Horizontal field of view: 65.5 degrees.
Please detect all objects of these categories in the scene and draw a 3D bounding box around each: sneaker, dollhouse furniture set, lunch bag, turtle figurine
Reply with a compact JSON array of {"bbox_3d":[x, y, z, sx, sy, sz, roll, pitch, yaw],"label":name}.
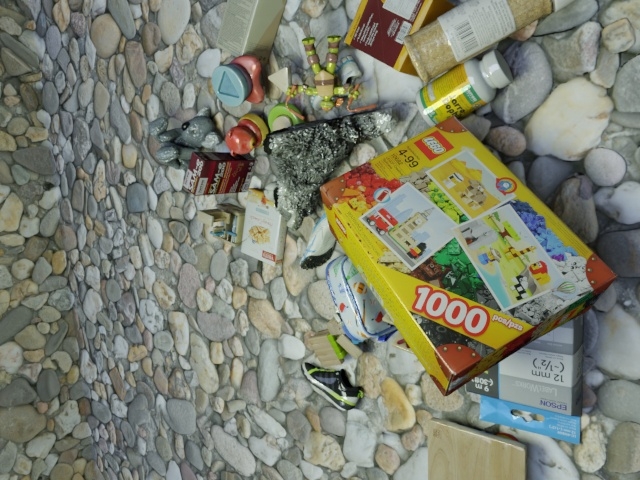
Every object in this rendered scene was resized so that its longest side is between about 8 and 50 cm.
[{"bbox_3d":[0.043,0.452,1.626,0.235,0.084,0.097,32,92,29],"label":"sneaker"},{"bbox_3d":[-0.363,-0.052,1.778,0.129,0.184,0.129,21,110,34],"label":"dollhouse furniture set"},{"bbox_3d":[0.162,0.131,1.315,0.115,0.304,0.242,-27,82,57],"label":"lunch bag"},{"bbox_3d":[0.000,0.000,1.576,0.237,0.085,0.086,-59,36,33],"label":"sneaker"},{"bbox_3d":[0.048,-0.444,1.466,0.082,0.071,0.190,53,125,12],"label":"sneaker"},{"bbox_3d":[0.026,-0.454,1.391,0.270,0.087,0.217,7,121,20],"label":"turtle figurine"}]

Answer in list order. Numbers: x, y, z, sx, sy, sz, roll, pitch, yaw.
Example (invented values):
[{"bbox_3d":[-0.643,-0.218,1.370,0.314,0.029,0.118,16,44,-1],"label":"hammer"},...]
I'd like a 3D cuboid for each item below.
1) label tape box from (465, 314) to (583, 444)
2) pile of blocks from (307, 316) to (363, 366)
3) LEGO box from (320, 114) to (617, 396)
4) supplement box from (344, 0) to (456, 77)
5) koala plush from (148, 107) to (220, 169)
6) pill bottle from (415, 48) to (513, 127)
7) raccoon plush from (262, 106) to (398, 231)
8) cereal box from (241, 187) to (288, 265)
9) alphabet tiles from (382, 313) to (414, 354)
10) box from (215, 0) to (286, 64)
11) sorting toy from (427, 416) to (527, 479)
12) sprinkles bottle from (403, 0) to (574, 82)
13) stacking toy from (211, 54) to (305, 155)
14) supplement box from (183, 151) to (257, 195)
[{"bbox_3d":[0.490,0.320,1.212,0.249,0.115,0.347,3,97,38],"label":"label tape box"},{"bbox_3d":[0.106,0.257,1.516,0.149,0.113,0.362,45,130,10],"label":"pile of blocks"},{"bbox_3d":[0.287,0.017,1.093,0.500,0.373,0.193,56,171,30],"label":"LEGO box"},{"bbox_3d":[0.202,-0.555,1.283,0.194,0.129,0.191,40,120,27],"label":"supplement box"},{"bbox_3d":[-0.479,-0.384,1.846,0.221,0.203,0.196,-32,64,16],"label":"koala plush"},{"bbox_3d":[0.348,-0.366,1.207,0.209,0.118,0.117,-26,81,38],"label":"pill bottle"},{"bbox_3d":[0.017,-0.190,1.440,0.447,0.216,0.298,0,113,38],"label":"raccoon plush"},{"bbox_3d":[-0.193,-0.048,1.731,0.173,0.047,0.239,20,109,35],"label":"cereal box"},{"bbox_3d":[0.327,0.152,1.198,0.285,0.342,0.011,16,140,36],"label":"alphabet tiles"},{"bbox_3d":[-0.208,-0.741,1.582,0.148,0.121,0.310,39,119,28],"label":"box"},{"bbox_3d":[0.423,0.616,1.327,0.256,0.089,0.256,4,100,38],"label":"sorting toy"},{"bbox_3d":[0.366,-0.491,1.107,0.356,0.121,0.121,-25,81,20],"label":"sprinkles bottle"},{"bbox_3d":[-0.209,-0.410,1.568,0.280,0.130,0.308,11,129,32],"label":"stacking toy"},{"bbox_3d":[-0.337,-0.229,1.692,0.073,0.240,0.130,36,118,28],"label":"supplement box"}]
